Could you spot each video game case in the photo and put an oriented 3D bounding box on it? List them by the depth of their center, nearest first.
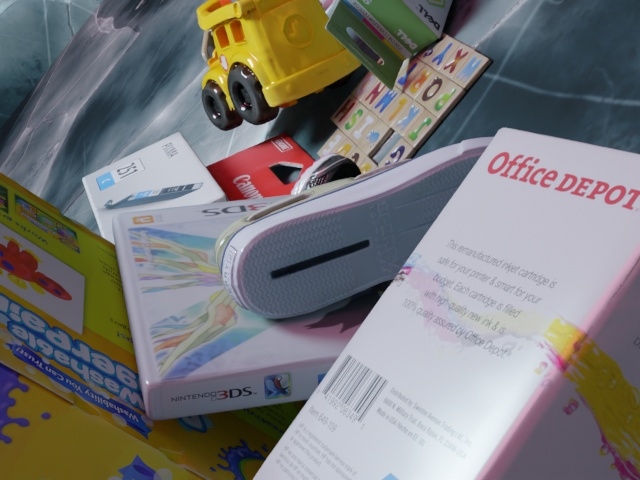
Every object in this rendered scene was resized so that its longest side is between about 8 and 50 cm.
[{"bbox_3d":[-0.009,0.032,1.018,0.329,0.300,0.036,-120,25,-64],"label":"video game case"}]

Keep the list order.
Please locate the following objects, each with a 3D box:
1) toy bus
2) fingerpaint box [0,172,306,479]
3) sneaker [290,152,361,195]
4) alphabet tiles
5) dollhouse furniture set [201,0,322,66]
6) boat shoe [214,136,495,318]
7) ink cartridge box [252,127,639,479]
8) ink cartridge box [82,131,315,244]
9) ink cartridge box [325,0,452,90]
[{"bbox_3d":[-0.083,-0.257,1.529,0.149,0.211,0.220,-31,13,-25],"label":"toy bus"},{"bbox_3d":[-0.212,0.122,1.004,0.163,0.445,0.371,-52,24,10],"label":"fingerpaint box"},{"bbox_3d":[0.000,0.000,1.271,0.077,0.072,0.178,20,84,56],"label":"sneaker"},{"bbox_3d":[0.080,-0.149,1.384,0.198,0.009,0.237,-50,25,6],"label":"alphabet tiles"},{"bbox_3d":[-0.085,-0.292,1.740,0.151,0.144,0.123,-23,40,24],"label":"dollhouse furniture set"},{"bbox_3d":[0.060,-0.022,0.964,0.302,0.109,0.094,-13,23,-17],"label":"boat shoe"},{"bbox_3d":[0.138,0.105,0.703,0.270,0.197,0.198,-55,24,-4],"label":"ink cartridge box"},{"bbox_3d":[-0.132,-0.063,1.438,0.261,0.066,0.296,-26,23,-7],"label":"ink cartridge box"},{"bbox_3d":[0.089,-0.280,1.405,0.062,0.109,0.209,-27,30,41],"label":"ink cartridge box"}]
